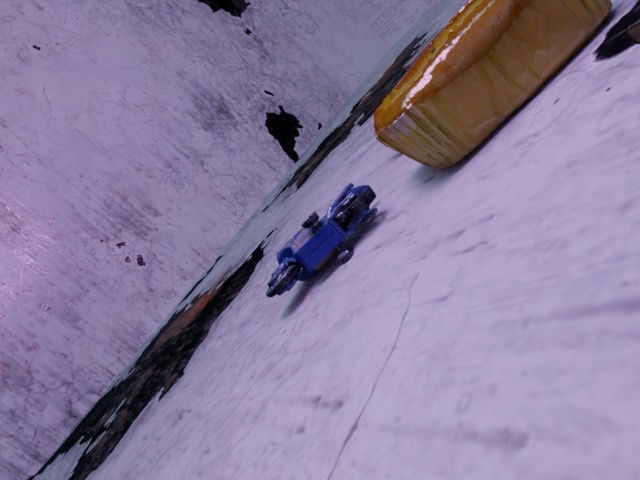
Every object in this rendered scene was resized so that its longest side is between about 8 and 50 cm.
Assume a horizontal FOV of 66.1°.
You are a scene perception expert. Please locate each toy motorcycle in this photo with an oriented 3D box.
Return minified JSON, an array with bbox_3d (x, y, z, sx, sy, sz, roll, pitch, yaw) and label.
[{"bbox_3d":[0.000,0.000,0.688,0.205,0.076,0.114,-45,5,8],"label":"toy motorcycle"}]

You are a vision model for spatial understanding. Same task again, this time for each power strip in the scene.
[{"bbox_3d":[0.254,-0.396,1.037,0.175,0.075,0.042,-47,13,-3],"label":"power strip"}]

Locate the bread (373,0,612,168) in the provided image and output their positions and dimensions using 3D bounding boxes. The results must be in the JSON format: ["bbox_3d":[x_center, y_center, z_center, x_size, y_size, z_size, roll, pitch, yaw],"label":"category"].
[{"bbox_3d":[0.189,-0.211,0.585,0.288,0.119,0.152,-46,9,9],"label":"bread"}]

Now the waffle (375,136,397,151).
[{"bbox_3d":[0.215,-0.261,0.790,0.274,0.057,0.168,-37,16,40],"label":"waffle"}]

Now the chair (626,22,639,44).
[{"bbox_3d":[0.208,-0.070,0.128,0.104,0.095,0.221,-62,15,-9],"label":"chair"}]
